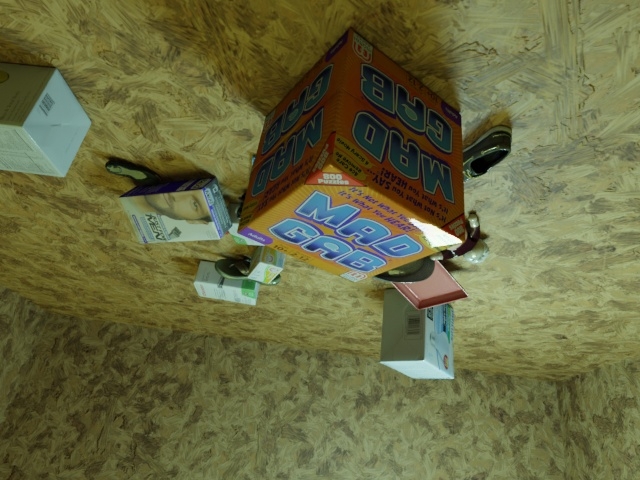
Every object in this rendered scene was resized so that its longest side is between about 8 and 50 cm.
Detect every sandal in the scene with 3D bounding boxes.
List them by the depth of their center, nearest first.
[{"bbox_3d":[-0.325,0.125,1.946,0.302,0.120,0.086,11,125,-9],"label":"sandal"}]

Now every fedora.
[{"bbox_3d":[0.264,0.035,1.517,0.275,0.244,0.124,8,126,26],"label":"fedora"}]

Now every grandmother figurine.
[{"bbox_3d":[0.458,0.002,1.447,0.342,0.104,0.208,21,133,-38],"label":"grandmother figurine"}]

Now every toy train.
[{"bbox_3d":[-0.202,-0.088,1.434,0.184,0.105,0.080,32,163,11],"label":"toy train"}]

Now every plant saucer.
[{"bbox_3d":[0.442,0.172,1.793,0.258,0.048,0.259,-25,118,42],"label":"plant saucer"}]

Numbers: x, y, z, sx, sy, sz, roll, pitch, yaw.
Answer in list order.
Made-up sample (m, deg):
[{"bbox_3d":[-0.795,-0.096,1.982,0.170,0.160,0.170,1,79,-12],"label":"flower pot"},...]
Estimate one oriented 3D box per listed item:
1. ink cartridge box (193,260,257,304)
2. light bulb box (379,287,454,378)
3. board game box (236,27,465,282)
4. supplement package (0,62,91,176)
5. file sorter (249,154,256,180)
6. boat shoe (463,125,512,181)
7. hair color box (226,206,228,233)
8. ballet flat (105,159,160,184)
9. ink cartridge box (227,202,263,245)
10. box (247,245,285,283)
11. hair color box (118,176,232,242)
[{"bbox_3d":[-0.450,0.209,2.099,0.289,0.122,0.211,10,153,-3],"label":"ink cartridge box"},{"bbox_3d":[0.472,0.448,2.053,0.225,0.358,0.361,-11,148,35],"label":"light bulb box"},{"bbox_3d":[0.074,-0.160,0.998,0.356,0.357,0.356,25,148,-28],"label":"board game box"},{"bbox_3d":[-0.795,-0.313,1.107,0.262,0.199,0.198,7,152,2],"label":"supplement package"},{"bbox_3d":[-0.164,-0.162,1.331,0.118,0.105,0.170,11,153,-5],"label":"file sorter"},{"bbox_3d":[0.410,-0.206,1.129,0.081,0.069,0.228,16,152,-14],"label":"boat shoe"},{"bbox_3d":[-0.413,-0.066,1.596,0.167,0.093,0.053,-8,148,26],"label":"hair color box"},{"bbox_3d":[-0.613,-0.227,1.410,0.173,0.049,0.057,17,124,-27],"label":"ballet flat"},{"bbox_3d":[-0.217,-0.054,1.563,0.219,0.093,0.160,3,152,9],"label":"ink cartridge box"},{"bbox_3d":[-0.229,0.092,1.826,0.103,0.114,0.203,17,150,-18],"label":"box"},{"bbox_3d":[-0.491,-0.098,1.461,0.338,0.110,0.185,-4,119,19],"label":"hair color box"}]
